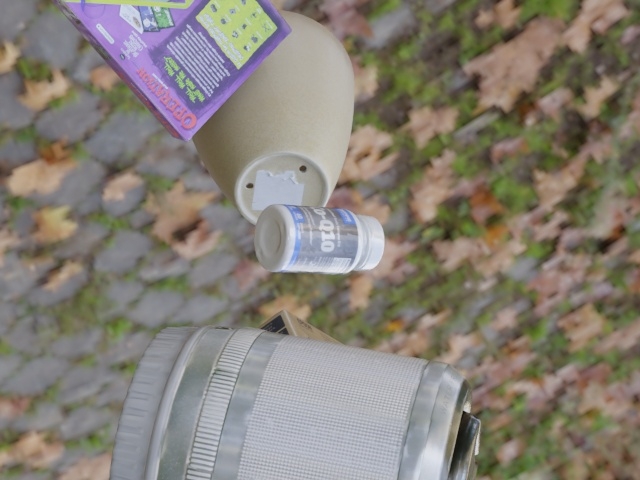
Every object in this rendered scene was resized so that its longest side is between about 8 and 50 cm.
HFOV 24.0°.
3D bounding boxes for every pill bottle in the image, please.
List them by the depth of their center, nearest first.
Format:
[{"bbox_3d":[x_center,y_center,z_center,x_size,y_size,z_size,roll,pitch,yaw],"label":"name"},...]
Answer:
[{"bbox_3d":[0.000,0.000,1.729,0.137,0.078,0.078,3,139,-34],"label":"pill bottle"}]

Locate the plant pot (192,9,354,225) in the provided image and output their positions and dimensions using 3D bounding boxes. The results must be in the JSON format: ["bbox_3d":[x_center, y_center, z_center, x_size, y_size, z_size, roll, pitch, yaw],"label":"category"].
[{"bbox_3d":[-0.065,-0.140,2.081,0.256,0.274,0.257,-3,126,-5],"label":"plant pot"}]

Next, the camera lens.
[{"bbox_3d":[-0.014,0.191,1.247,0.274,0.219,0.219,9,150,10],"label":"camera lens"}]

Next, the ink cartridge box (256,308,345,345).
[{"bbox_3d":[-0.060,0.231,2.503,0.193,0.088,0.234,-35,145,14],"label":"ink cartridge box"}]

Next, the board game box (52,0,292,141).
[{"bbox_3d":[-0.209,-0.314,1.849,0.208,0.056,0.347,-50,121,-17],"label":"board game box"}]
